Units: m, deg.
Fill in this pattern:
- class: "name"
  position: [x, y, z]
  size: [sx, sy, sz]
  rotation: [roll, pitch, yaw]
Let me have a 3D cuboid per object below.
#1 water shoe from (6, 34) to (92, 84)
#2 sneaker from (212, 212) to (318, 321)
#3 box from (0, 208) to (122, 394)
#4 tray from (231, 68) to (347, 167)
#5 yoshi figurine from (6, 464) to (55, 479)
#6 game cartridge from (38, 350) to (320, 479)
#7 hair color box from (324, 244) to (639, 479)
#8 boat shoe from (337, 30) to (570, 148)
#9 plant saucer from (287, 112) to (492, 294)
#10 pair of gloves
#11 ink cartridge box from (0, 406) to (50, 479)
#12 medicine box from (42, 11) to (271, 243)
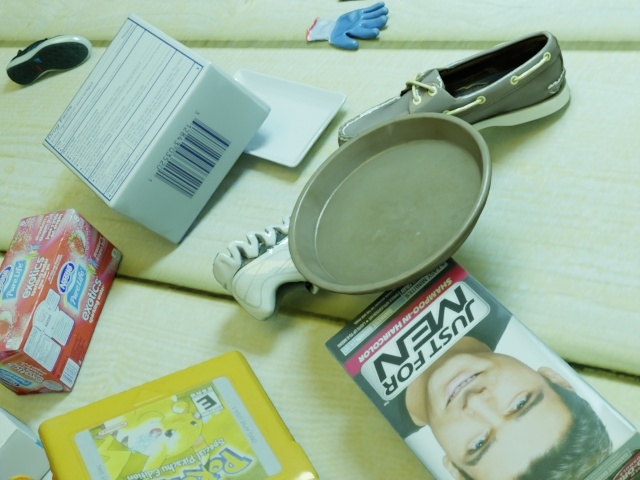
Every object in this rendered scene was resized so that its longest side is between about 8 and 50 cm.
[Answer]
- class: "water shoe"
  position: [-0.531, -0.373, 2.374]
  size: [0.203, 0.073, 0.080]
  rotation: [-15, 45, 26]
- class: "sneaker"
  position: [0.000, 0.000, 1.653]
  size: [0.292, 0.110, 0.118]
  rotation: [-36, 67, -4]
- class: "box"
  position: [-0.419, 0.094, 1.848]
  size: [0.123, 0.128, 0.257]
  rotation: [-8, 52, 31]
- class: "tray"
  position: [-0.081, -0.191, 1.915]
  size: [0.270, 0.030, 0.145]
  rotation: [21, 70, 45]
- class: "yoshi figurine"
  position: [-0.299, 0.423, 1.485]
  size: [0.203, 0.203, 0.362]
  rotation: [1, 26, -12]
- class: "game cartridge"
  position: [-0.164, 0.286, 1.464]
  size: [0.285, 0.052, 0.323]
  rotation: [-20, 38, -17]
- class: "hair color box"
  position: [0.181, 0.182, 1.338]
  size: [0.185, 0.113, 0.374]
  rotation: [-42, 42, -1]
- class: "boat shoe"
  position: [0.169, -0.188, 1.617]
  size: [0.324, 0.096, 0.116]
  rotation: [-17, 37, 3]
- class: "plant saucer"
  position: [0.087, -0.042, 1.492]
  size: [0.278, 0.041, 0.278]
  rotation: [-21, 43, 21]
- class: "pair of gloves"
  position: [0.065, -0.391, 1.985]
  size: [0.159, 0.023, 0.198]
  rotation: [6, 60, 39]
- class: "ink cartridge box"
  position: [-0.463, 0.294, 1.735]
  size: [0.143, 0.092, 0.090]
  rotation: [25, 73, 47]
- class: "medicine box"
  position: [-0.265, -0.182, 1.919]
  size: [0.263, 0.149, 0.289]
  rotation: [-55, 41, 2]
